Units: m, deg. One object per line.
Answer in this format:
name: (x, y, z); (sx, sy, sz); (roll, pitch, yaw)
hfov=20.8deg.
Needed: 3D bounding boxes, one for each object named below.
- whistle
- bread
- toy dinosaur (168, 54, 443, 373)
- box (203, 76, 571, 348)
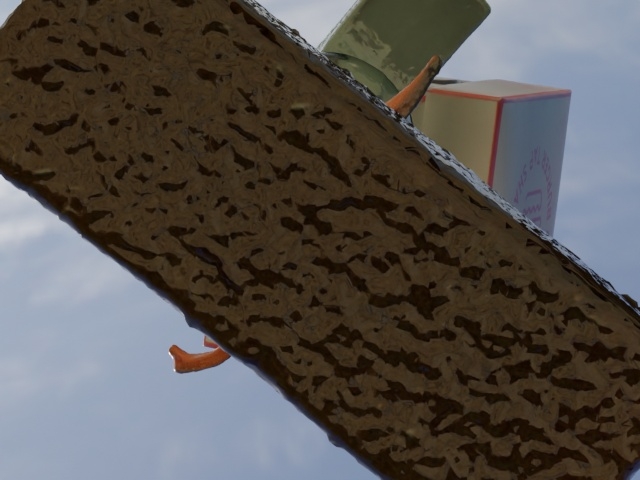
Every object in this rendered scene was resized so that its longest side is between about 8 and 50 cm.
whistle: (0.027, -0.111, 1.465); (0.163, 0.289, 0.163); (38, -170, -8)
bread: (0.000, 0.000, 0.939); (0.416, 0.165, 0.113); (39, -177, 2)
toy dinosaur: (-0.021, -0.022, 1.142); (0.055, 0.279, 0.101); (5, -132, -47)
box: (0.078, -0.025, 1.866); (0.300, 0.312, 0.314); (10, -171, 20)
